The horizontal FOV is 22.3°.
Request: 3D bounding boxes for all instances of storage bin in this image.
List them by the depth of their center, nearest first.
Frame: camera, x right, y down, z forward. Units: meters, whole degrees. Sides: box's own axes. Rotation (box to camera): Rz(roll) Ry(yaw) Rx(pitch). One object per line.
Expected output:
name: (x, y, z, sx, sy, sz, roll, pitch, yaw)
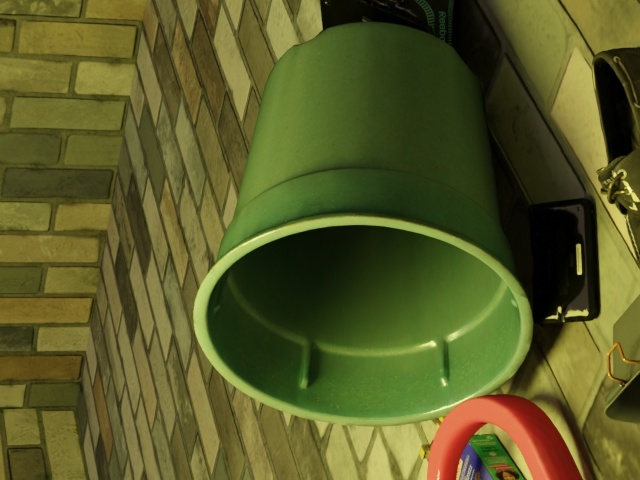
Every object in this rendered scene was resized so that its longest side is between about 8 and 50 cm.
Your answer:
storage bin: (0.293, 0.088, 1.392, 0.135, 0.098, 0.091, 116, 159, -52)

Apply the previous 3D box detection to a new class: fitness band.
fitness band: (0.197, 0.295, 1.640, 0.209, 0.054, 0.290, -56, 47, 45)

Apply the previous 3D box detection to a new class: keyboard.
keyboard: (0.072, -0.256, 1.874, 0.192, 0.038, 0.100, 30, 137, 40)

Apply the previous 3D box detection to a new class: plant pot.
plant pot: (0.053, -0.033, 1.737, 0.341, 0.341, 0.334, 112, 167, -47)

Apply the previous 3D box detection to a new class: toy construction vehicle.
toy construction vehicle: (0.143, 0.249, 1.906, 0.098, 0.035, 0.086, -118, 34, -55)

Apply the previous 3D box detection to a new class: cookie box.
cookie box: (0.183, 0.278, 1.776, 0.107, 0.040, 0.091, -123, 39, -57)

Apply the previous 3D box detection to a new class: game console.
game console: (0.247, 0.024, 1.642, 0.107, 0.071, 0.122, -7, 82, 41)

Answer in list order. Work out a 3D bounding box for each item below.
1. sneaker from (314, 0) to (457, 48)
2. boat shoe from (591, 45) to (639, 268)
sneaker: (0.069, -0.210, 2.002, 0.341, 0.125, 0.139, 133, 132, -65)
boat shoe: (0.280, -0.066, 1.445, 0.080, 0.076, 0.228, 151, 118, -69)
